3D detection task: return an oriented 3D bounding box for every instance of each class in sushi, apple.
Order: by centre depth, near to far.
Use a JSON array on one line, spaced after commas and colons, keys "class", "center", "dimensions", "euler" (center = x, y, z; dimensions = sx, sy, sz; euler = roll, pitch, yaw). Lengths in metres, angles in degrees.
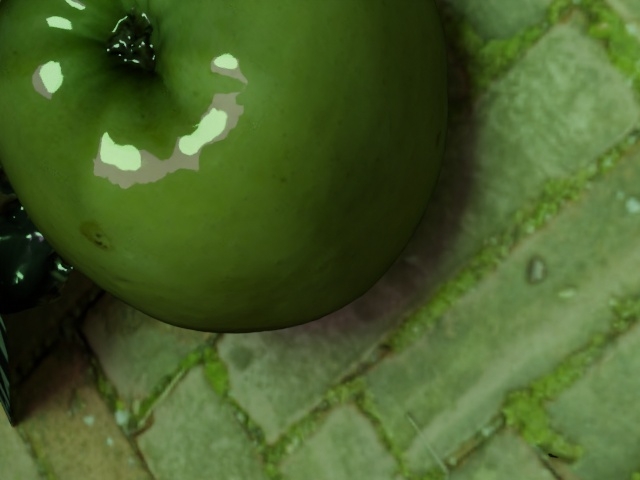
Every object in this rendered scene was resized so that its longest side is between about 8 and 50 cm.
[{"class": "apple", "center": [-0.056, -0.081, 0.704], "dimensions": [0.262, 0.262, 0.262], "euler": [1, 92, 28]}, {"class": "sushi", "center": [-0.231, -0.043, 0.844], "dimensions": [0.294, 0.059, 0.292], "euler": [63, 160, 9]}]
